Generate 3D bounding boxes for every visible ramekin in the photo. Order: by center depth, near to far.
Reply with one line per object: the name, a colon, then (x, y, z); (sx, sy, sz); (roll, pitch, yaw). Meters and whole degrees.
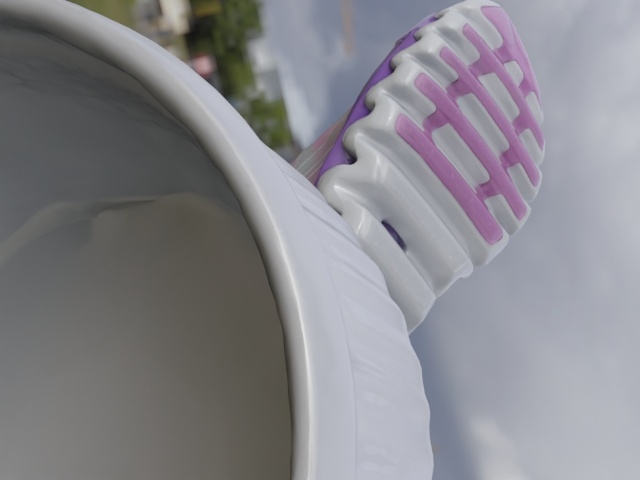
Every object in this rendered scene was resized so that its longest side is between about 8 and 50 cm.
ramekin: (-0.073, 0.053, 0.463); (0.109, 0.207, 0.207); (23, 49, -63)

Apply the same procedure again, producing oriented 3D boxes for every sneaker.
sneaker: (0.000, 0.000, 0.756); (0.104, 0.236, 0.095); (3, -39, 44)
